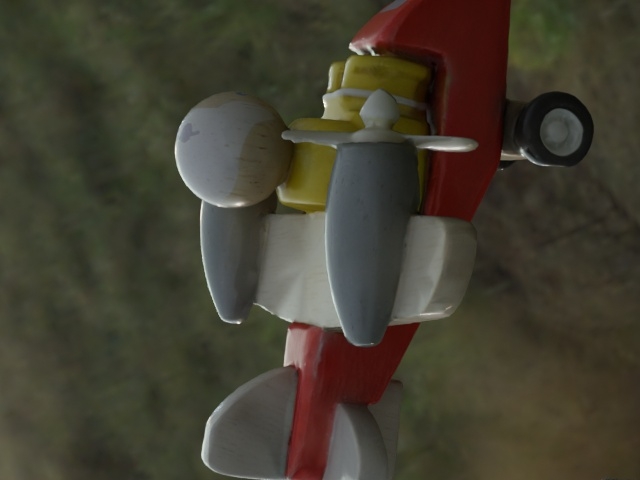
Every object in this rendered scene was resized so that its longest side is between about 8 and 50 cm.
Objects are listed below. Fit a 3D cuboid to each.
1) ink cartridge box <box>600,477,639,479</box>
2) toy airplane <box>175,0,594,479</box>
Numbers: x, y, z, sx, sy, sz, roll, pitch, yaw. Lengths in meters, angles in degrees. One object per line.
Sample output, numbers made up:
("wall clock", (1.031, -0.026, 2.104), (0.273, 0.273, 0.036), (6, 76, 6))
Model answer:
("ink cartridge box", (0.227, 0.224, 1.286), (0.052, 0.088, 0.122), (-50, 46, 34))
("toy airplane", (0.000, 0.000, 1.440), (0.386, 0.272, 0.384), (-47, 22, 35))
